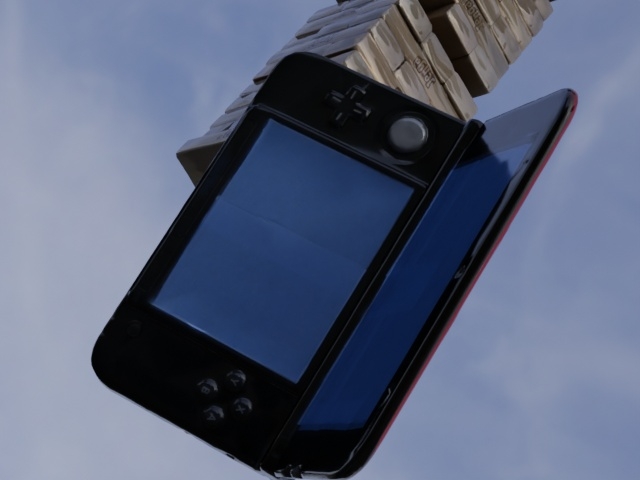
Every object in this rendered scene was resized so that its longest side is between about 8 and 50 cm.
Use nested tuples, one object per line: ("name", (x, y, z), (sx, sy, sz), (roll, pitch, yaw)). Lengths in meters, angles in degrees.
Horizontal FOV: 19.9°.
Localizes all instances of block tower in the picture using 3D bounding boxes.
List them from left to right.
("block tower", (0.051, -0.115, 1.115), (0.091, 0.335, 0.097), (-14, -64, 43))

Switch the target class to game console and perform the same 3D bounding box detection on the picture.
("game console", (0.000, 0.000, 0.597), (0.124, 0.144, 0.085), (27, -16, 18))
